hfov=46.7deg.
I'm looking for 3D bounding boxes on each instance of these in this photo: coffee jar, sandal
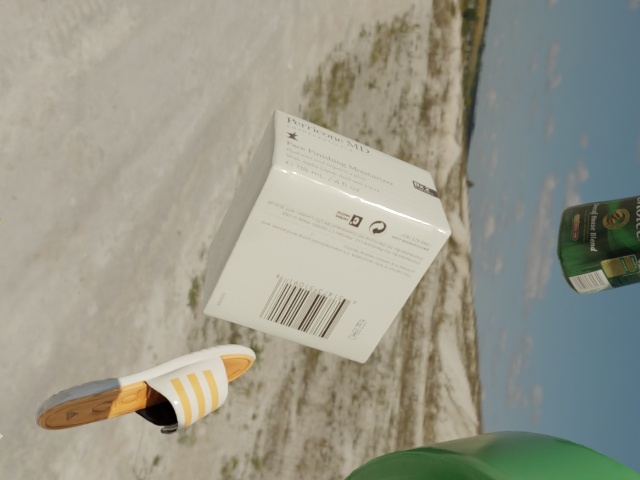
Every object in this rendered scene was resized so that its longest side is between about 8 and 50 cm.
[{"bbox_3d":[0.343,-0.005,0.757,0.079,0.184,0.096,49,44,-32],"label":"coffee jar"},{"bbox_3d":[-0.196,0.200,0.885,0.076,0.265,0.102,63,-28,28],"label":"sandal"}]

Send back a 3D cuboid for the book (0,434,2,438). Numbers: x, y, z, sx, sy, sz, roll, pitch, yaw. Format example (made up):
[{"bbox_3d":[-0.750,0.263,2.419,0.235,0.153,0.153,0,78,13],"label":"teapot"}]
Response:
[{"bbox_3d":[-0.422,0.242,0.805,0.144,0.096,0.035,-56,170,14],"label":"book"}]

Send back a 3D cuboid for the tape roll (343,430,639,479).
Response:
[{"bbox_3d":[0.098,0.261,0.362,0.321,0.077,0.321,3,-87,59],"label":"tape roll"}]

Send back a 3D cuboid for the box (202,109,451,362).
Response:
[{"bbox_3d":[0.000,0.000,0.732,0.119,0.181,0.182,-96,-150,-56],"label":"box"}]
